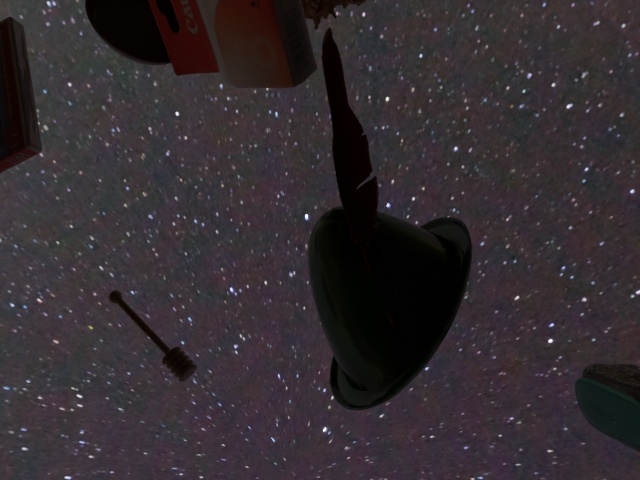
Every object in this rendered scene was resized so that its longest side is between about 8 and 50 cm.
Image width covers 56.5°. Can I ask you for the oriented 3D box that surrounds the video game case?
[{"bbox_3d":[-0.498,-0.148,0.786,0.285,0.025,0.204,-23,-110,14],"label":"video game case"}]

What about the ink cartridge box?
[{"bbox_3d":[-0.100,-0.208,0.520,0.179,0.146,0.045,7,-141,31],"label":"ink cartridge box"}]

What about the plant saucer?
[{"bbox_3d":[-0.269,-0.325,0.902,0.168,0.029,0.169,15,-124,-23],"label":"plant saucer"}]

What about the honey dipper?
[{"bbox_3d":[-0.227,0.121,0.792,0.160,0.030,0.030,42,-108,18],"label":"honey dipper"}]

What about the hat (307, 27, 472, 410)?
[{"bbox_3d":[0.000,0.000,0.479,0.183,0.173,0.209,34,-123,-17],"label":"hat"}]

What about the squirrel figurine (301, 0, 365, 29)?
[{"bbox_3d":[-0.080,-0.449,0.747,0.396,0.370,0.281,30,-81,11],"label":"squirrel figurine"}]

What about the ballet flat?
[{"bbox_3d":[0.531,0.264,0.829,0.181,0.483,0.164,-14,-87,2],"label":"ballet flat"}]
